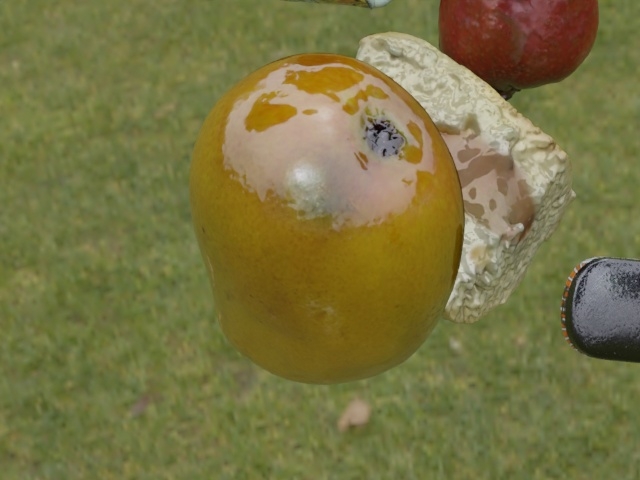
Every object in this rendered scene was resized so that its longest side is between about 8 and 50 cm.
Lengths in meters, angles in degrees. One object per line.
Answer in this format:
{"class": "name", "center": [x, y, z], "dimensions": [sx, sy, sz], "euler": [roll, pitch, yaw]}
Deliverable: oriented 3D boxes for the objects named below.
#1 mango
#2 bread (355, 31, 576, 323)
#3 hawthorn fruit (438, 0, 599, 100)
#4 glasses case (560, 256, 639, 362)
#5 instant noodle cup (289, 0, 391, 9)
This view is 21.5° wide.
{"class": "mango", "center": [0.000, 0.000, 1.256], "dimensions": [0.211, 0.317, 0.173], "euler": [26, 55, 12]}
{"class": "bread", "center": [0.108, -0.043, 1.508], "dimensions": [0.224, 0.211, 0.184], "euler": [40, 90, 22]}
{"class": "hawthorn fruit", "center": [0.228, -0.285, 1.940], "dimensions": [0.189, 0.251, 0.189], "euler": [1, 29, -1]}
{"class": "glasses case", "center": [0.363, 0.073, 1.667], "dimensions": [0.266, 0.103, 0.067], "euler": [6, 2, -17]}
{"class": "instant noodle cup", "center": [-0.013, -0.469, 2.307], "dimensions": [0.266, 0.340, 0.340], "euler": [14, 48, 20]}
